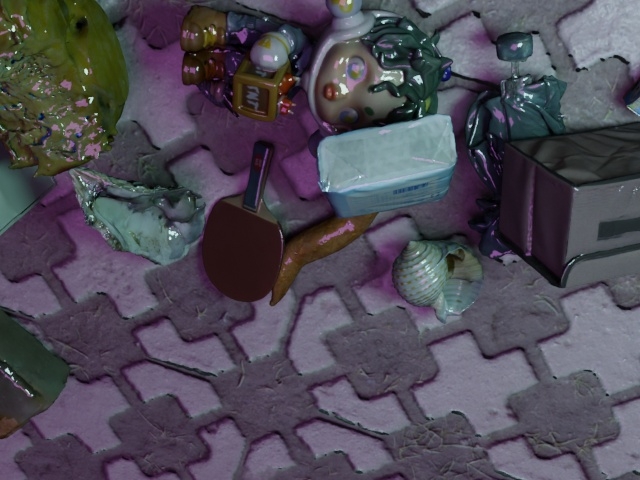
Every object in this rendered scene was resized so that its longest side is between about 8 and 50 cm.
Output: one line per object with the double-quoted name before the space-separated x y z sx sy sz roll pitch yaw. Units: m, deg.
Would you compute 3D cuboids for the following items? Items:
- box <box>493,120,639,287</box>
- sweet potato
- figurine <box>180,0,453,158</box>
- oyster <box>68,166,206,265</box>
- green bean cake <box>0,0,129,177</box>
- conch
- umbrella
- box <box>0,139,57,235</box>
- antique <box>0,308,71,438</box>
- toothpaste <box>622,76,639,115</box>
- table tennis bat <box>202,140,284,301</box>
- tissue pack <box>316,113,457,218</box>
"box" 0.392 -0.057 1.251 0.252 0.188 0.153 -9 117 -17
"sweet potato" 0.000 0.000 1.465 0.281 0.059 0.067 -37 116 23
"figurine" -0.006 -0.242 1.273 0.382 0.186 0.261 9 141 2
"oyster" -0.276 -0.030 1.416 0.087 0.252 0.199 51 134 31
"green bean cake" -0.397 -0.241 1.294 0.202 0.285 0.310 -14 114 11
"conch" 0.182 0.050 1.436 0.135 0.102 0.153 -30 141 10
"umbrella" 0.286 -0.137 1.331 0.143 0.094 0.348 -15 119 -9
"box" -0.523 -0.085 1.420 0.086 0.225 0.129 -21 110 18
"antique" -0.602 0.203 1.628 0.150 0.125 0.284 -32 107 20
"toothpaste" 0.501 -0.253 1.252 0.044 0.070 0.193 33 116 -5
"table tennis bat" -0.118 -0.028 1.472 0.154 0.021 0.274 23 112 22
"tissue pack" 0.091 -0.097 1.251 0.177 0.263 0.089 -10 84 4
